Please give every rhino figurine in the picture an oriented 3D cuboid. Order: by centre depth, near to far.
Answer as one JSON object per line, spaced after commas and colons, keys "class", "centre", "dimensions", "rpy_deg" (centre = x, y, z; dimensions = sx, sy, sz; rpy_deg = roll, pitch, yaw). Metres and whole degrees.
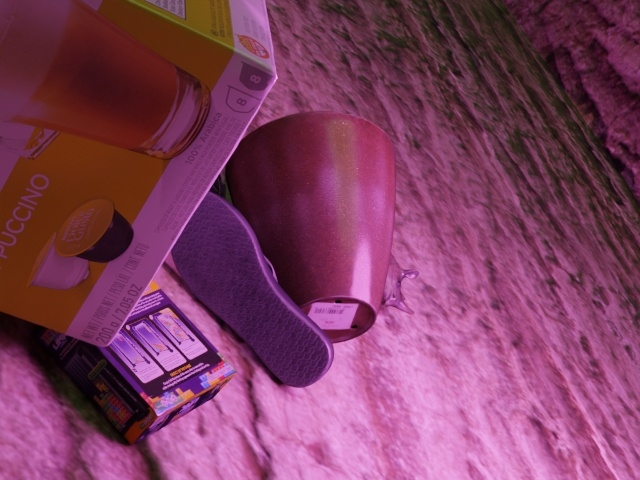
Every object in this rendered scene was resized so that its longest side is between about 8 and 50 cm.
{"class": "rhino figurine", "centre": [0.049, 0.005, 2.000], "dimensions": [0.243, 0.073, 0.106], "rpy_deg": [49, 26, 9]}

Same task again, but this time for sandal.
{"class": "sandal", "centre": [-0.082, 0.058, 1.677], "dimensions": [0.254, 0.097, 0.054], "rpy_deg": [55, 11, 2]}

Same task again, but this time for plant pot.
{"class": "plant pot", "centre": [0.000, 0.000, 1.792], "dimensions": [0.215, 0.215, 0.230], "rpy_deg": [25, 44, -38]}

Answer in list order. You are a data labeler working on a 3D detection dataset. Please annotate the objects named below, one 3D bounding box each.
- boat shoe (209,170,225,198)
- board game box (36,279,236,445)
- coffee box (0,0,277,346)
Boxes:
{"class": "boat shoe", "centre": [-0.185, -0.131, 1.851], "dimensions": [0.070, 0.078, 0.219], "rpy_deg": [9, 49, -53]}
{"class": "board game box", "centre": [-0.178, 0.114, 1.460], "dimensions": [0.141, 0.048, 0.170], "rpy_deg": [46, 23, 10]}
{"class": "coffee box", "centre": [-0.274, -0.170, 1.365], "dimensions": [0.334, 0.338, 0.338], "rpy_deg": [23, 29, -22]}
